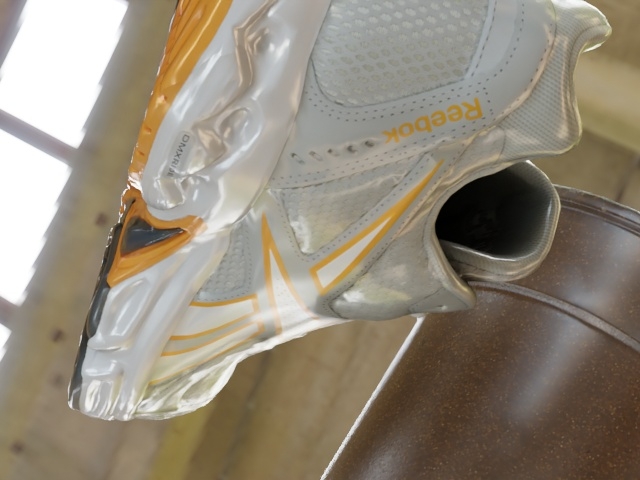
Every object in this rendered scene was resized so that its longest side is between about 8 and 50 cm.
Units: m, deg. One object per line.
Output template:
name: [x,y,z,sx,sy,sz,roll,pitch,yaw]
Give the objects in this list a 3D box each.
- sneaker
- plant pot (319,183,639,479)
sneaker: [0.000,0.000,0.549,0.262,0.121,0.099,119,167,-63]
plant pot: [0.074,0.094,0.669,0.165,0.167,0.167,-51,-32,-25]
